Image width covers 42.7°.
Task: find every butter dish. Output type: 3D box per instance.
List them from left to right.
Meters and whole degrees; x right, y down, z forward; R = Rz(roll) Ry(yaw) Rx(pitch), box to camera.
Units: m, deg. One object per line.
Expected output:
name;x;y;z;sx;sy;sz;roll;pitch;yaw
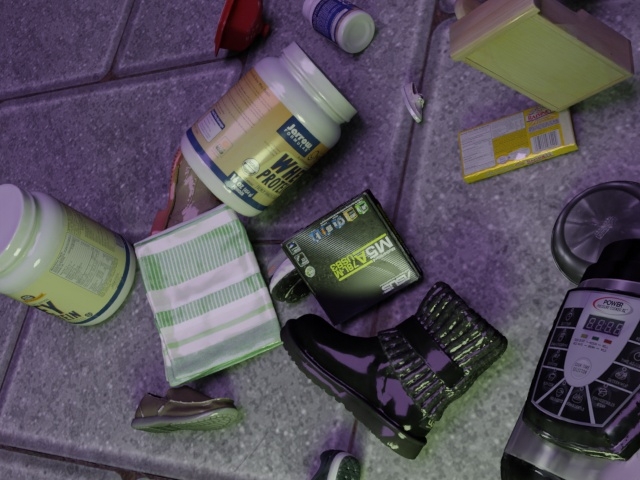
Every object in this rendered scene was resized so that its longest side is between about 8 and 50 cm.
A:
butter dish;-0.179;-0.520;1.956;0.160;0.118;0.160;132;156;-70

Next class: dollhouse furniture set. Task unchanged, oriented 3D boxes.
dollhouse furniture set;0.364;-0.456;1.374;0.362;0.256;0.394;-24;55;49

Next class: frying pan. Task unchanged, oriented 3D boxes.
frying pan;0.473;0.035;1.258;0.197;0.053;0.326;-33;49;17

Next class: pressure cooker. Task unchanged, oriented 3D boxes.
pressure cooker;0.451;0.186;0.989;0.369;0.375;0.420;25;81;15

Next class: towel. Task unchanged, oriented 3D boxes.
towel;-0.234;0.102;1.642;0.247;0.038;0.325;-24;65;6

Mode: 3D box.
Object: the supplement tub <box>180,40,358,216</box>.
supplement tub;-0.103;-0.227;1.667;0.316;0.228;0.228;-42;50;10

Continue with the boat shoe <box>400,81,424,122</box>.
boat shoe;0.188;-0.276;1.622;0.035;0.035;0.100;-31;46;21

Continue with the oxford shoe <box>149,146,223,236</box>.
oxford shoe;-0.263;-0.100;1.806;0.130;0.123;0.348;10;76;17

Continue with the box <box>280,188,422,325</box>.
box;0.056;0.032;1.472;0.190;0.045;0.184;-30;96;17

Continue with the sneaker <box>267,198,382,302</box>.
sneaker;0.000;0.000;1.567;0.271;0.100;0.108;-38;45;13

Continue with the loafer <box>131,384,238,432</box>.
loafer;-0.267;0.320;1.584;0.251;0.094;0.087;-11;65;30

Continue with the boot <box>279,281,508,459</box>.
boot;0.117;0.162;1.373;0.348;0.131;0.260;37;97;30

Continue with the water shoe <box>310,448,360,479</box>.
water shoe;0.005;0.448;1.359;0.080;0.073;0.203;-2;59;58

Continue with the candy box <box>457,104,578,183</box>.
candy box;0.348;-0.178;1.463;0.205;0.027;0.105;-16;55;27

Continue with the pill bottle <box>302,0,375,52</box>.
pill bottle;0.034;-0.484;1.795;0.094;0.094;0.169;-50;50;3

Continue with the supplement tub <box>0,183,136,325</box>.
supplement tub;-0.597;0.034;1.808;0.235;0.325;0.235;-16;58;28
